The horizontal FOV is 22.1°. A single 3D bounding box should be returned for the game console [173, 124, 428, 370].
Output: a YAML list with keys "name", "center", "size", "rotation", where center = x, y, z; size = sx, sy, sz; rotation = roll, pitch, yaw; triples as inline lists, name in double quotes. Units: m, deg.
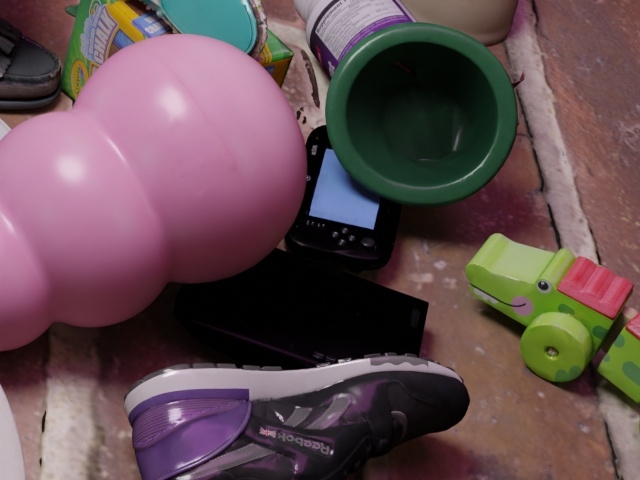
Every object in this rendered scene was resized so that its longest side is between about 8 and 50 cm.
- name: "game console"
  center: [0.000, 0.000, 1.494]
  size: [0.213, 0.044, 0.361]
  rotation: [19, 38, -4]

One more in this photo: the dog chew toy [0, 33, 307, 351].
- name: "dog chew toy"
  center: [-0.176, -0.026, 1.309]
  size: [0.331, 0.207, 0.206]
  rotation: [-31, 60, -18]

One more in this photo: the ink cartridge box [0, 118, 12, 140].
- name: "ink cartridge box"
  center: [-0.370, -0.060, 1.352]
  size: [0.208, 0.087, 0.153]
  rotation: [-20, 55, -39]

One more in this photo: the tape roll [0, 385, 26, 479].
- name: "tape roll"
  center: [-0.383, 0.151, 1.053]
  size: [0.392, 0.072, 0.392]
  rotation: [17, 48, -20]

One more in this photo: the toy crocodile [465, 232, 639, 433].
- name: "toy crocodile"
  center: [0.286, 0.094, 1.472]
  size: [0.340, 0.105, 0.115]
  rotation: [34, 40, 15]

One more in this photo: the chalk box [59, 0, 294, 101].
- name: "chalk box"
  center: [-0.153, -0.177, 1.553]
  size: [0.132, 0.132, 0.213]
  rotation: [-24, 58, -42]

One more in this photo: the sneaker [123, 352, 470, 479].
- name: "sneaker"
  center: [-0.009, 0.168, 1.275]
  size: [0.283, 0.107, 0.124]
  rotation: [-2, 60, -22]

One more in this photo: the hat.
- name: "hat"
  center: [0.100, -0.118, 1.614]
  size: [0.208, 0.173, 0.183]
  rotation: [15, 1, -5]

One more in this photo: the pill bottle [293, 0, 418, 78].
- name: "pill bottle"
  center: [0.051, -0.204, 1.700]
  size: [0.108, 0.108, 0.193]
  rotation: [-9, 48, -33]

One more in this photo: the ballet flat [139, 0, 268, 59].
- name: "ballet flat"
  center: [-0.131, -0.242, 1.476]
  size: [0.241, 0.091, 0.077]
  rotation: [39, 16, 15]

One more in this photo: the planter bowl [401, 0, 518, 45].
- name: "planter bowl"
  center: [0.162, -0.315, 1.879]
  size: [0.162, 0.109, 0.162]
  rotation: [13, 39, -11]

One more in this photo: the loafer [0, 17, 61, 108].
- name: "loafer"
  center: [-0.366, -0.195, 1.511]
  size: [0.267, 0.084, 0.096]
  rotation: [15, 39, -8]
